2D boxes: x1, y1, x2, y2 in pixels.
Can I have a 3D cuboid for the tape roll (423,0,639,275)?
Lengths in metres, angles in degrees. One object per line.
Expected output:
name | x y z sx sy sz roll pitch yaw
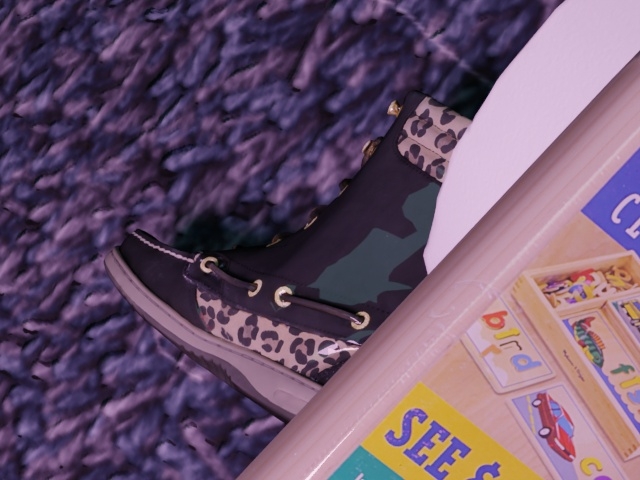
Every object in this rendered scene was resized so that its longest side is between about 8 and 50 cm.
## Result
tape roll | 0.184 -0.011 0.673 0.286 0.286 0.100 -44 54 16

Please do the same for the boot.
boot | 0.002 0.001 0.943 0.236 0.085 0.178 31 85 46

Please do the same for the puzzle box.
puzzle box | 0.164 0.165 0.576 0.272 0.409 0.052 -48 14 13
